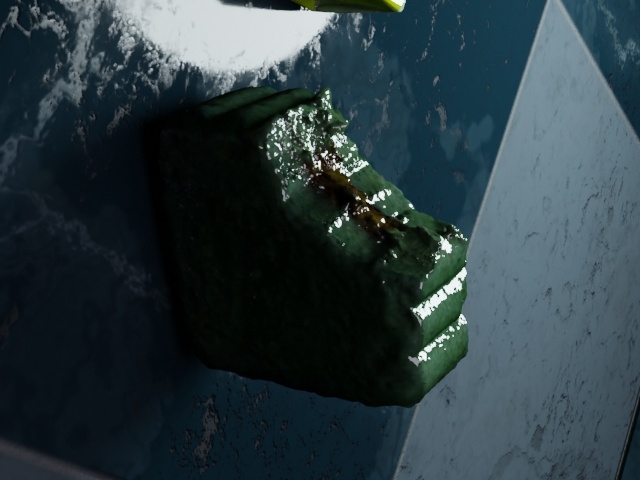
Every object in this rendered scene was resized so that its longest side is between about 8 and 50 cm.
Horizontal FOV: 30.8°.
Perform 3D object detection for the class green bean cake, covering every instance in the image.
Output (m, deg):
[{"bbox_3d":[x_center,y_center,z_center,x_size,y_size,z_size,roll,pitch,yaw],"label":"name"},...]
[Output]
[{"bbox_3d":[0.000,0.000,1.212,0.169,0.308,0.300,-33,126,-49],"label":"green bean cake"}]

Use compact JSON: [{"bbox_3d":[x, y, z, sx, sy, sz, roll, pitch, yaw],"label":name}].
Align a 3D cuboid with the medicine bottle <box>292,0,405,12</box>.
[{"bbox_3d":[-0.005,-0.355,1.267,0.250,0.141,0.137,23,77,-56],"label":"medicine bottle"}]
